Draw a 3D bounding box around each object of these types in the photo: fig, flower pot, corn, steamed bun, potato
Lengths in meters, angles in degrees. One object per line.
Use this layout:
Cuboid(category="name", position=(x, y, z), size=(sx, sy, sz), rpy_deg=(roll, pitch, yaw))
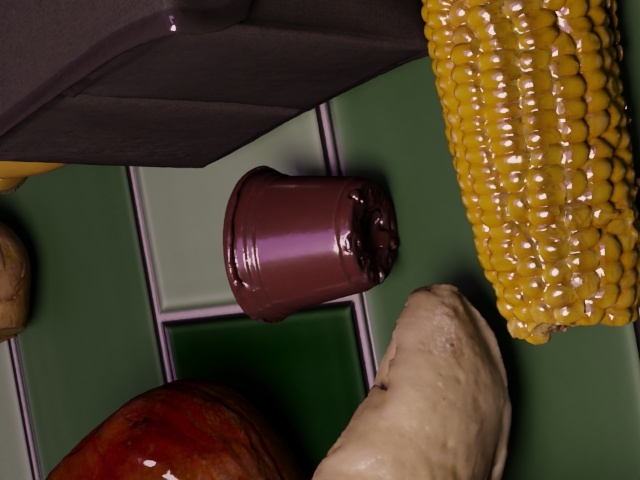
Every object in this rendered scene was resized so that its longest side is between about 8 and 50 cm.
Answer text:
Cuboid(category="fig", position=(-0.063, 0.225, 0.932), size=(0.290, 0.190, 0.191), rpy_deg=(39, 132, -16))
Cuboid(category="flower pot", position=(0.000, 0.000, 0.852), size=(0.089, 0.111, 0.111), rpy_deg=(-5, 94, 28))
Cuboid(category="corn", position=(0.115, -0.098, 0.715), size=(0.115, 0.115, 0.317), rpy_deg=(-8, 93, 43))
Cuboid(category="steamed bun", position=(0.056, 0.165, 0.789), size=(0.111, 0.231, 0.212), rpy_deg=(24, 154, 12))
Cuboid(category="potato", position=(-0.339, 0.037, 1.168), size=(0.243, 0.098, 0.138), rpy_deg=(-20, 80, 49))

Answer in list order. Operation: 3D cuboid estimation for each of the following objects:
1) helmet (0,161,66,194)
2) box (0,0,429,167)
Cuboid(category="helmet", position=(-0.199, -0.164, 0.964), size=(0.140, 0.205, 0.256), rpy_deg=(-3, 74, 16))
Cuboid(category="box", position=(-0.110, -0.237, 0.802), size=(0.251, 0.205, 0.345), rpy_deg=(-22, 75, 45))
